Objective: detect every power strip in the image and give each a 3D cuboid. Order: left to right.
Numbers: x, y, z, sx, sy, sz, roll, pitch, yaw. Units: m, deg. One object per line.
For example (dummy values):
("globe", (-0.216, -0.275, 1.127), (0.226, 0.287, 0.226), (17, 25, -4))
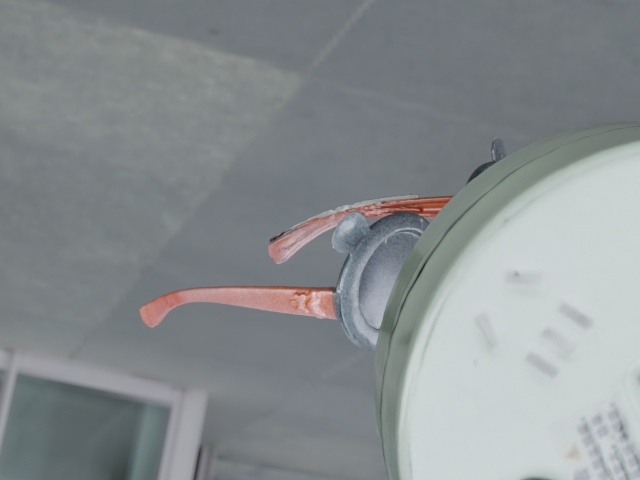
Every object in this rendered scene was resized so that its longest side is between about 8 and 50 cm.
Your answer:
("power strip", (0.211, 0.092, 1.029), (0.357, 0.358, 0.161), (11, -175, -5))

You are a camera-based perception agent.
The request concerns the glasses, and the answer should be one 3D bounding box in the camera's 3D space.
("glasses", (0.000, 0.000, 1.347), (0.268, 0.118, 0.234), (3, -158, 38))
